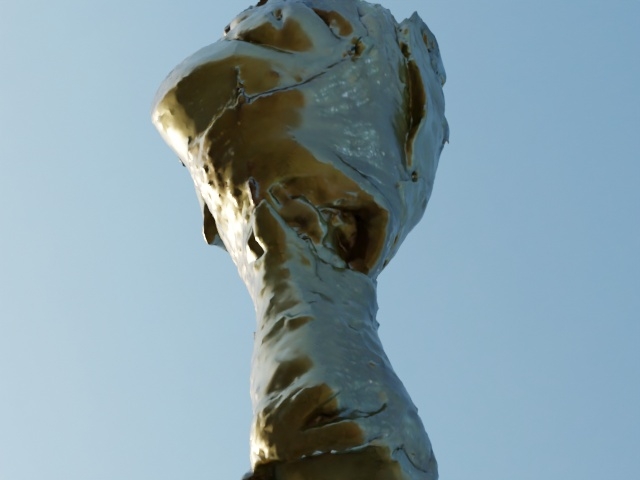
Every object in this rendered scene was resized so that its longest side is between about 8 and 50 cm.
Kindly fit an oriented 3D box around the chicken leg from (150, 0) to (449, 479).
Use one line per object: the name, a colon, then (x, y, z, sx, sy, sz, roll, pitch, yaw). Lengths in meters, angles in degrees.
chicken leg: (0.000, 0.000, 0.832, 0.201, 0.429, 0.153, 33, -59, -28)
